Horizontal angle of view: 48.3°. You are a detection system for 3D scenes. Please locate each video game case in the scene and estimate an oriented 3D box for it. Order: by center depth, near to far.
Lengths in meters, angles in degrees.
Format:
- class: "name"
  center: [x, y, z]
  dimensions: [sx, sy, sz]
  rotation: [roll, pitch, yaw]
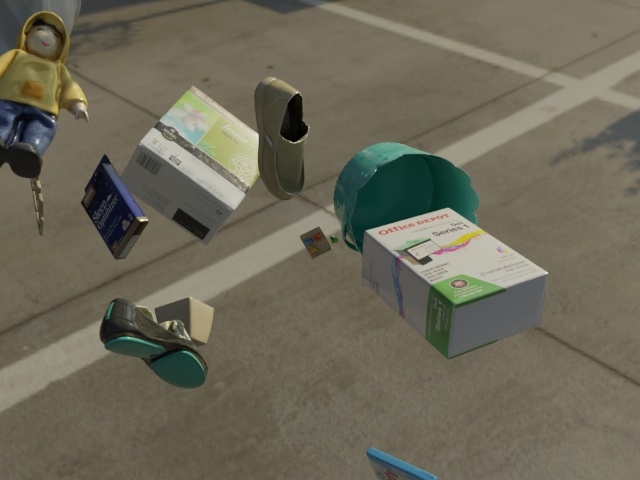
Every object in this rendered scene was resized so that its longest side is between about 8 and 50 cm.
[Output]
- class: "video game case"
  center: [0.138, 0.381, 1.050]
  dimensions: [0.119, 0.166, 0.015]
  rotation: [13, 45, 42]

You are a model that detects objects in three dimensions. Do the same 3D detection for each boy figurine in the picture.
- class: "boy figurine"
  center: [-0.449, -0.236, 1.126]
  dimensions: [0.177, 0.092, 0.285]
  rotation: [16, 59, -18]

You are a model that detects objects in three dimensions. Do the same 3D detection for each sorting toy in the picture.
- class: "sorting toy"
  center: [0.000, 0.000, 1.632]
  dimensions: [0.083, 0.062, 0.012]
  rotation: [-26, 9, 21]

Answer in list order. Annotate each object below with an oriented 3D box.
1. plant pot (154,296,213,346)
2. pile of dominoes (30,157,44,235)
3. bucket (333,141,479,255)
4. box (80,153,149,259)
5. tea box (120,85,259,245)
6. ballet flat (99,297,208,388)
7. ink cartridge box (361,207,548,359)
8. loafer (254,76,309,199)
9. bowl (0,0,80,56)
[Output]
- class: "plant pot"
  center: [-0.332, 0.211, 1.754]
  dimensions: [0.108, 0.109, 0.096]
  rotation: [-18, 63, 19]
- class: "pile of dominoes"
  center: [-0.697, -0.158, 1.779]
  dimensions: [0.040, 0.196, 0.251]
  rotation: [-9, 78, -25]
- class: "bucket"
  center: [0.165, -0.069, 1.484]
  dimensions: [0.280, 0.281, 0.183]
  rotation: [-8, 20, -14]
- class: "box"
  center: [-0.501, -0.083, 1.698]
  dimensions: [0.036, 0.136, 0.225]
  rotation: [-7, 54, -51]
- class: "tea box"
  center: [-0.366, -0.227, 2.159]
  dimensions: [0.329, 0.220, 0.324]
  rotation: [36, 47, -9]
- class: "ballet flat"
  center: [-0.279, 0.174, 1.247]
  dimensions: [0.095, 0.280, 0.096]
  rotation: [-19, 58, 11]
- class: "ink cartridge box"
  center: [0.227, 0.064, 1.269]
  dimensions: [0.201, 0.117, 0.278]
  rotation: [-15, 33, -24]
- class: "loafer"
  center: [-0.073, -0.201, 1.479]
  dimensions: [0.092, 0.269, 0.102]
  rotation: [17, 39, 37]
- class: "bowl"
  center: [-0.588, -0.507, 1.460]
  dimensions: [0.297, 0.298, 0.134]
  rotation: [27, 38, 33]
